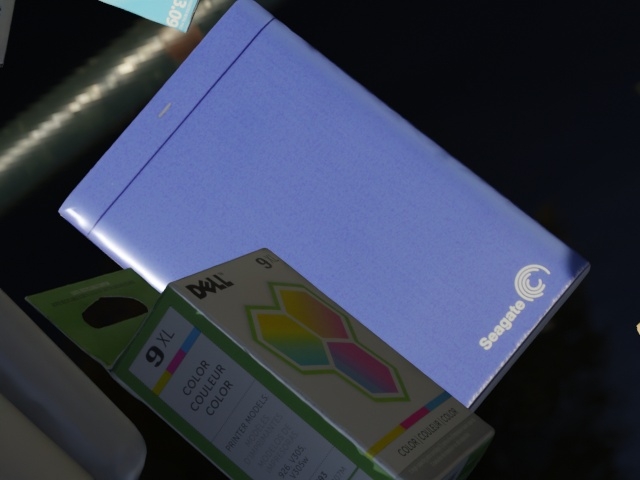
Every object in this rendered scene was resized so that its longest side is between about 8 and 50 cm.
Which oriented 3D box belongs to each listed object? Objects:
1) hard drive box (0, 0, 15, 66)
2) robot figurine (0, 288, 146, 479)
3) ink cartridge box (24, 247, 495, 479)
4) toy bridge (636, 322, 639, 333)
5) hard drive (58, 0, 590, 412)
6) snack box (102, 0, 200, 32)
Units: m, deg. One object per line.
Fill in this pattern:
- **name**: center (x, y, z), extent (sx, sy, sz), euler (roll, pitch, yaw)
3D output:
- **hard drive box**: center (-0.371, -0.273, 1.540), extent (0.089, 0.181, 0.232), euler (-7, 156, 32)
- **robot figurine**: center (-0.193, 0.134, 0.691), extent (0.353, 0.300, 0.200), euler (42, 136, -2)
- **ink cartridge box**: center (-0.027, 0.062, 0.846), extent (0.062, 0.209, 0.109), euler (-56, 166, 21)
- **toy bridge**: center (0.322, 0.077, 1.328), extent (0.188, 0.026, 0.063), euler (20, 125, -39)
- **hard drive**: center (0.000, 0.000, 1.241), extent (0.210, 0.318, 0.040), euler (-50, 167, -5)
- **snack box**: center (-0.106, -0.298, 1.003), extent (0.187, 0.060, 0.322), euler (20, 118, -9)
